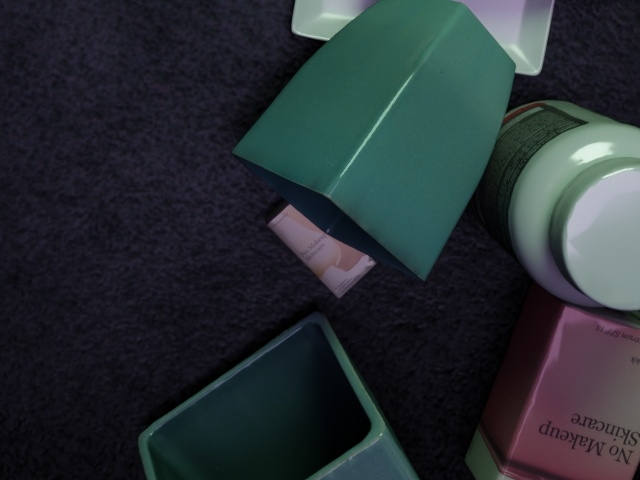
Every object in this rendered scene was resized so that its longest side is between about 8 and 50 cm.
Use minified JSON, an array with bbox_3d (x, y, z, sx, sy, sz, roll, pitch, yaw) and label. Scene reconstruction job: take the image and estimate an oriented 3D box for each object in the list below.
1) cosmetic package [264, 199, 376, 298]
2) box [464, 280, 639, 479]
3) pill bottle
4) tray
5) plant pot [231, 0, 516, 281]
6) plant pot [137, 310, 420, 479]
[{"bbox_3d":[0.000,0.000,1.378,0.060,0.041,0.115,-45,103,4],"label":"cosmetic package"},{"bbox_3d":[0.274,0.179,1.400,0.148,0.127,0.232,17,99,-9],"label":"box"},{"bbox_3d":[0.258,-0.035,1.254,0.176,0.318,0.176,-1,102,-4],"label":"pill bottle"},{"bbox_3d":[0.111,-0.265,1.339,0.270,0.030,0.145,8,102,-8],"label":"tray"},{"bbox_3d":[0.071,-0.117,1.252,0.165,0.166,0.234,39,82,-40],"label":"plant pot"},{"bbox_3d":[-0.008,0.281,1.343,0.247,0.248,0.252,-34,119,2],"label":"plant pot"}]
